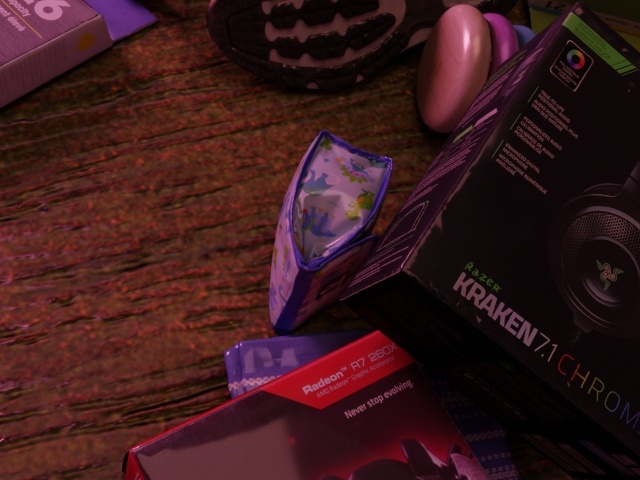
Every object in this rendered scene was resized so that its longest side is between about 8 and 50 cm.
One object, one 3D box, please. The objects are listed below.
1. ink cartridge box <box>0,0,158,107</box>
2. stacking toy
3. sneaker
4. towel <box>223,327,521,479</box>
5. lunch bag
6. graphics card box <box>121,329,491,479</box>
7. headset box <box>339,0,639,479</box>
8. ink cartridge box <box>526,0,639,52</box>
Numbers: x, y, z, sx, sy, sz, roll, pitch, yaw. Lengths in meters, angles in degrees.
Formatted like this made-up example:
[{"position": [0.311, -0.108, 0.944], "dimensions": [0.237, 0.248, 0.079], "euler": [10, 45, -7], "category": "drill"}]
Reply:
[{"position": [-0.386, -0.279, 0.850], "dimensions": [0.304, 0.072, 0.307], "euler": [40, 58, 12], "category": "ink cartridge box"}, {"position": [0.286, -0.169, 0.920], "dimensions": [0.330, 0.141, 0.141], "euler": [8, 57, -15], "category": "stacking toy"}, {"position": [0.045, -0.300, 0.958], "dimensions": [0.410, 0.158, 0.182], "euler": [-19, 38, -23], "category": "sneaker"}, {"position": [0.060, 0.226, 0.672], "dimensions": [0.243, 0.040, 0.336], "euler": [-4, 62, -18], "category": "towel"}, {"position": [0.000, 0.000, 0.737], "dimensions": [0.096, 0.129, 0.151], "euler": [24, 55, 2], "category": "lunch bag"}, {"position": [0.043, 0.266, 0.565], "dimensions": [0.233, 0.094, 0.371], "euler": [-21, 69, -27], "category": "graphics card box"}, {"position": [0.201, -0.001, 0.620], "dimensions": [0.246, 0.131, 0.283], "euler": [39, 69, -6], "category": "headset box"}, {"position": [0.374, -0.313, 1.039], "dimensions": [0.189, 0.097, 0.255], "euler": [10, 58, -12], "category": "ink cartridge box"}]
